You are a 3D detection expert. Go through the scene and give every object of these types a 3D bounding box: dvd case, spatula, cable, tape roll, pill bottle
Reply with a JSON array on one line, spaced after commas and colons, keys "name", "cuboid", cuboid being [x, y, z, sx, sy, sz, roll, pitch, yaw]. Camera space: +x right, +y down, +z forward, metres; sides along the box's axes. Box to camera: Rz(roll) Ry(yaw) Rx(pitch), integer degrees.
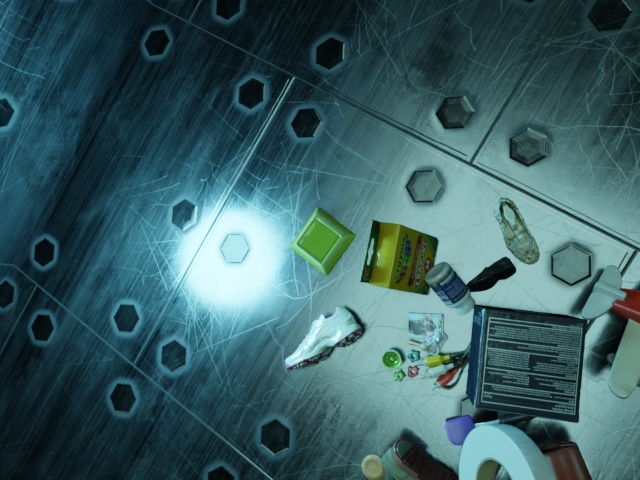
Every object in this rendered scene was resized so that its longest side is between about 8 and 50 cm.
[{"name": "dvd case", "cuboid": [0.359, 0.291, 1.717, 0.119, 0.013, 0.087, 1, 85, 16]}, {"name": "spatula", "cuboid": [0.551, 0.588, 1.615, 0.296, 0.030, 0.084, -19, 80, 15]}, {"name": "cable", "cuboid": [0.464, 0.394, 1.641, 0.287, 0.072, 0.140, -31, 89, 11]}, {"name": "tape roll", "cuboid": [0.527, 0.728, 1.429, 0.071, 0.392, 0.393, 3, 84, -17]}, {"name": "pill bottle", "cuboid": [0.427, 0.160, 1.644, 0.094, 0.094, 0.169, -40, 100, 10]}]

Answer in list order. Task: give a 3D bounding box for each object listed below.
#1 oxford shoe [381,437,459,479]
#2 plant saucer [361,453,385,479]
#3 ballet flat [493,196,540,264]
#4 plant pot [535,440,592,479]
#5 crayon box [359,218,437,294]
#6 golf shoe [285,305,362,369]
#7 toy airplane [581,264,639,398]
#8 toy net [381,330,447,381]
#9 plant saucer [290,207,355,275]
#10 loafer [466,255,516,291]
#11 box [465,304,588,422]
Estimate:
[{"name": "oxford shoe", "cuboid": [0.351, 0.798, 1.635, 0.348, 0.123, 0.130, 44, 129, 12]}, {"name": "plant saucer", "cuboid": [0.181, 0.777, 1.724, 0.083, 0.013, 0.084, -2, 85, 18]}, {"name": "ballet flat", "cuboid": [0.631, -0.032, 1.630, 0.091, 0.077, 0.241, -29, 77, 12]}, {"name": "plant pot", "cuboid": [0.678, 0.737, 1.453, 0.272, 0.272, 0.265, -17, 71, 15]}, {"name": "crayon box", "cuboid": [0.258, 0.060, 1.610, 0.081, 0.318, 0.203, 9, 87, 40]}, {"name": "golf shoe", "cuboid": [-0.003, 0.349, 1.788, 0.306, 0.115, 0.140, -31, 65, 6]}, {"name": "toy airplane", "cuboid": [0.957, 0.232, 1.428, 0.385, 0.272, 0.385, -28, 39, 22]}, {"name": "toy net", "cuboid": [0.326, 0.388, 1.692, 0.232, 0.045, 0.122, -29, 82, 15]}, {"name": "plant saucer", "cuboid": [0.000, 0.000, 1.846, 0.188, 0.045, 0.189, 37, 96, 18]}, {"name": "loafer", "cuboid": [0.556, 0.114, 1.657, 0.170, 0.062, 0.061, -30, 37, 20]}, {"name": "box", "cuboid": [0.609, 0.359, 1.520, 0.295, 0.183, 0.295, 6, 87, 8]}]
